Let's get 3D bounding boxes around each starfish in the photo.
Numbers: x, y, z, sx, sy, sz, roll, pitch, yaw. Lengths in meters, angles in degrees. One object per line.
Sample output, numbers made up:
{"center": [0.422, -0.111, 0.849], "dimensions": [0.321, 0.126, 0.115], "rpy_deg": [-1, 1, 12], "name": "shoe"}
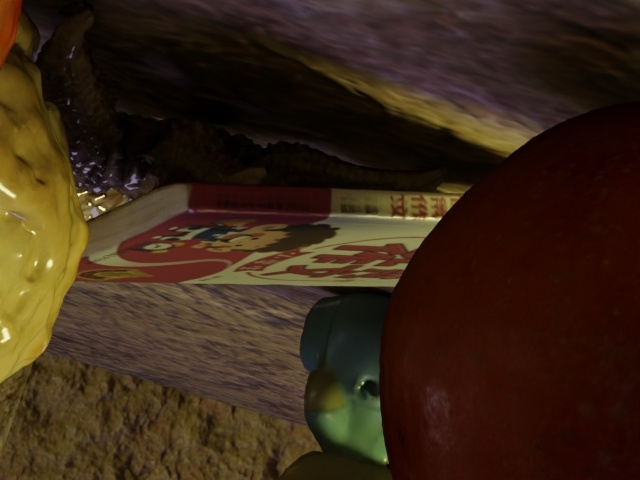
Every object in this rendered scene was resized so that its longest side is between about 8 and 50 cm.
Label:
{"center": [-0.103, -0.039, 0.915], "dimensions": [0.301, 0.084, 0.293], "rpy_deg": [12, 165, -27], "name": "starfish"}

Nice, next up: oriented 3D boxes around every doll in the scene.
{"center": [0.050, 0.182, 1.367], "dimensions": [0.177, 0.260, 0.161], "rpy_deg": [22, 168, -21], "name": "doll"}

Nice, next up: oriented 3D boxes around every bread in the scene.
{"center": [-0.195, -0.034, 0.780], "dimensions": [0.244, 0.244, 0.134], "rpy_deg": [12, -152, 34], "name": "bread"}

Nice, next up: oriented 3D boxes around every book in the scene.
{"center": [0.000, 0.000, 0.844], "dimensions": [0.232, 0.022, 0.162], "rpy_deg": [3, 169, -34], "name": "book"}

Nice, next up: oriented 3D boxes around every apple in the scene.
{"center": [0.134, 0.059, 0.640], "dimensions": [0.218, 0.218, 0.201], "rpy_deg": [24, 174, -33], "name": "apple"}

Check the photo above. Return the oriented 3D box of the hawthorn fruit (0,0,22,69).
{"center": [-0.244, -0.080, 0.417], "dimensions": [0.330, 0.287, 0.287], "rpy_deg": [19, 172, 25], "name": "hawthorn fruit"}
